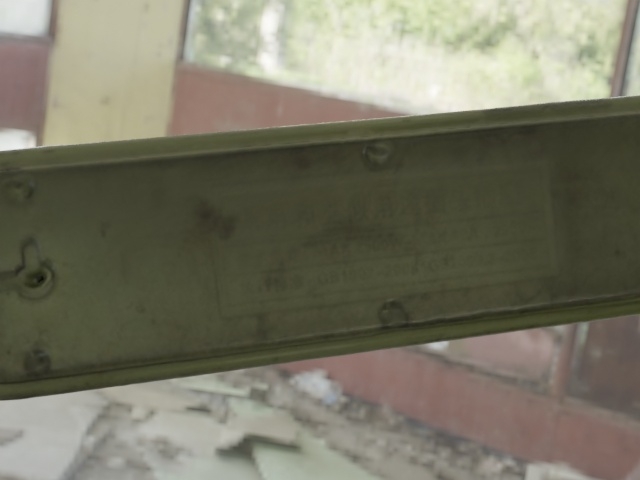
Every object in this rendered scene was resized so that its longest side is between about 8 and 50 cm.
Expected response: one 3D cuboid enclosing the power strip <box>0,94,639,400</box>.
[{"bbox_3d":[0.000,0.000,0.576,0.387,0.092,0.066,-6,-2,-16],"label":"power strip"}]
